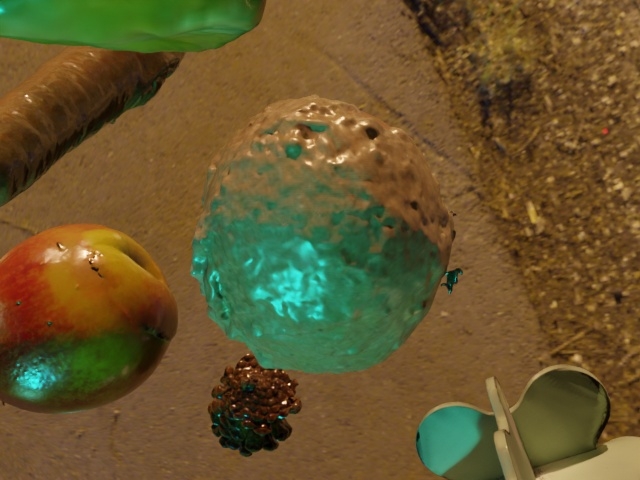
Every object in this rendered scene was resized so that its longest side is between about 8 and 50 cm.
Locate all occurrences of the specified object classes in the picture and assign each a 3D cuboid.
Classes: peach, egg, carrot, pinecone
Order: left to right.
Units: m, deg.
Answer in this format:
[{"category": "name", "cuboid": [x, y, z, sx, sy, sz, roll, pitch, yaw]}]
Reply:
[{"category": "peach", "cuboid": [-0.453, 0.148, 1.674, 0.370, 0.370, 0.369, 4, 78, -20]}, {"category": "carrot", "cuboid": [-0.151, -0.100, 0.601, 0.070, 0.070, 0.342, 38, 33, -10]}, {"category": "pinecone", "cuboid": [-0.125, 0.319, 1.739, 0.150, 0.195, 0.179, 12, 39, -43]}, {"category": "egg", "cuboid": [0.000, 0.000, 0.941, 0.279, 0.279, 0.310, -13, 123, -22]}]

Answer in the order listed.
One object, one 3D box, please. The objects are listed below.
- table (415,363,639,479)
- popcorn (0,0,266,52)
[{"category": "table", "cuboid": [0.133, 0.185, 0.540, 0.167, 0.198, 0.166, 2, 106, 6]}, {"category": "popcorn", "cuboid": [-0.088, -0.217, 0.293, 0.293, 0.334, 0.293, 2, 94, -15]}]
